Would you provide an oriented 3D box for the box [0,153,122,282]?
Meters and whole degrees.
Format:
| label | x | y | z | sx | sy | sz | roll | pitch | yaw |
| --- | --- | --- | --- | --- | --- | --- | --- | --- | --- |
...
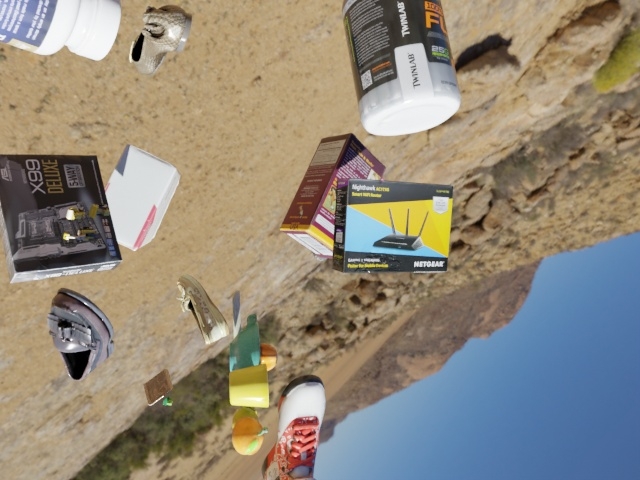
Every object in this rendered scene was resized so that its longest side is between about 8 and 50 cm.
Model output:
| label | x | y | z | sx | sy | sz | roll | pitch | yaw |
| --- | --- | --- | --- | --- | --- | --- | --- | --- | --- |
| box | -0.658 | -0.064 | 1.252 | 0.242 | 0.307 | 0.076 | -7 | 163 | -42 |

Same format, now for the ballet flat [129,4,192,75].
| label | x | y | z | sx | sy | sz | roll | pitch | yaw |
| --- | --- | --- | --- | --- | --- | --- | --- | --- | --- |
| ballet flat | -0.251 | -0.298 | 0.742 | 0.058 | 0.250 | 0.084 | 12 | 94 | -31 |

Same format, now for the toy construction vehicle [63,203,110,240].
| label | x | y | z | sx | sy | sz | roll | pitch | yaw |
| --- | --- | --- | --- | --- | --- | --- | --- | --- | --- |
| toy construction vehicle | -0.535 | -0.040 | 1.155 | 0.098 | 0.035 | 0.086 | -2 | 121 | -61 |

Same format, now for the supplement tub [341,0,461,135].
| label | x | y | z | sx | sy | sz | roll | pitch | yaw |
| --- | --- | --- | --- | --- | --- | --- | --- | --- | --- |
| supplement tub | 0.089 | -0.229 | 0.586 | 0.117 | 0.190 | 0.117 | -9 | 174 | -1 |

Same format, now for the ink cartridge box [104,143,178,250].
| label | x | y | z | sx | sy | sz | roll | pitch | yaw |
| --- | --- | --- | --- | --- | --- | --- | --- | --- | --- |
| ink cartridge box | -0.588 | -0.134 | 1.631 | 0.279 | 0.160 | 0.385 | -66 | -167 | -3 |

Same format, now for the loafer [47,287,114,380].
| label | x | y | z | sx | sy | sz | roll | pitch | yaw |
| --- | --- | --- | --- | --- | --- | --- | --- | --- | --- |
| loafer | -0.478 | 0.200 | 0.998 | 0.302 | 0.109 | 0.095 | 112 | 4 | -56 |

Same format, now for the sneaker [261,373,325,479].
| label | x | y | z | sx | sy | sz | roll | pitch | yaw |
| --- | --- | --- | --- | --- | --- | --- | --- | --- | --- |
| sneaker | -0.031 | 0.381 | 0.886 | 0.090 | 0.145 | 0.270 | 7 | 115 | -25 |

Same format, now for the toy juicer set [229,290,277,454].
| label | x | y | z | sx | sy | sz | roll | pitch | yaw |
| --- | --- | --- | --- | --- | --- | --- | --- | --- | --- |
| toy juicer set | -0.126 | 0.255 | 0.955 | 0.329 | 0.089 | 0.209 | -117 | -153 | -67 |

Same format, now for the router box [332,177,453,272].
| label | x | y | z | sx | sy | sz | roll | pitch | yaw |
| --- | --- | --- | --- | --- | --- | --- | --- | --- | --- |
| router box | 0.107 | -0.020 | 0.740 | 0.179 | 0.133 | 0.046 | 0 | -175 | -24 |

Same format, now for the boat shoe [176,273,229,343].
| label | x | y | z | sx | sy | sz | roll | pitch | yaw |
| --- | --- | --- | --- | --- | --- | --- | --- | --- | --- |
| boat shoe | -0.413 | 0.222 | 1.680 | 0.089 | 0.285 | 0.104 | -29 | 144 | -27 |

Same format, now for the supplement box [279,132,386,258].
| label | x | y | z | sx | sy | sz | roll | pitch | yaw |
| --- | --- | --- | --- | --- | --- | --- | --- | --- | --- |
| supplement box | 0.024 | -0.074 | 0.859 | 0.104 | 0.081 | 0.188 | 36 | 69 | -36 |

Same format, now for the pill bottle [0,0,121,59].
| label | x | y | z | sx | sy | sz | roll | pitch | yaw |
| --- | --- | --- | --- | --- | --- | --- | --- | --- | --- |
| pill bottle | -0.269 | -0.219 | 0.433 | 0.169 | 0.094 | 0.094 | 8 | 125 | -46 |

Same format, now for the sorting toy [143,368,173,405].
| label | x | y | z | sx | sy | sz | roll | pitch | yaw |
| --- | --- | --- | --- | --- | --- | --- | --- | --- | --- |
| sorting toy | -0.340 | 0.322 | 1.065 | 0.062 | 0.083 | 0.012 | -34 | 141 | 1 |

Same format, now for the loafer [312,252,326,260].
| label | x | y | z | sx | sy | sz | roll | pitch | yaw |
| --- | --- | --- | --- | --- | --- | --- | --- | --- | --- |
| loafer | 0.000 | 0.000 | 1.212 | 0.061 | 0.062 | 0.170 | -55 | -165 | 30 |

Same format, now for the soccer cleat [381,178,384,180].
| label | x | y | z | sx | sy | sz | roll | pitch | yaw |
| --- | --- | --- | --- | --- | --- | --- | --- | --- | --- |
| soccer cleat | 0.135 | -0.099 | 1.246 | 0.116 | 0.318 | 0.109 | -46 | -161 | -23 |
